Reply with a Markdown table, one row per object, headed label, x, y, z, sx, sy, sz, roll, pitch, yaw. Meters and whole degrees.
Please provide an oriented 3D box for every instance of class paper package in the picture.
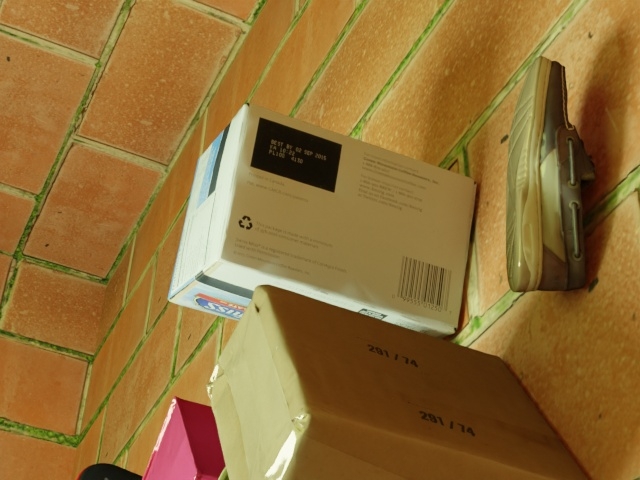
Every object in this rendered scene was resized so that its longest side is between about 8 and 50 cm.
| label | x | y | z | sx | sy | sz | roll | pitch | yaw |
| --- | --- | --- | --- | --- | --- | --- | --- | --- | --- |
| paper package | 0.069 | 0.215 | 1.199 | 0.168 | 0.324 | 0.309 | -66 | 19 | 16 |

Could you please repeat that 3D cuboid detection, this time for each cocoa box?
| label | x | y | z | sx | sy | sz | roll | pitch | yaw |
| --- | --- | --- | --- | --- | --- | --- | --- | --- | --- |
| cocoa box | 0.000 | 0.000 | 1.554 | 0.228 | 0.347 | 0.232 | 145 | 138 | -61 |

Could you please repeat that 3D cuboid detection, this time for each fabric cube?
| label | x | y | z | sx | sy | sz | roll | pitch | yaw |
| --- | --- | --- | --- | --- | --- | --- | --- | --- | --- |
| fabric cube | -0.122 | 0.418 | 1.654 | 0.259 | 0.258 | 0.254 | -68 | 20 | 12 |

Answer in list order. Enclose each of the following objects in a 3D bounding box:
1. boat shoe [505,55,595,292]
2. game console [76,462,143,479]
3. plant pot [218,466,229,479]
| label | x | y | z | sx | sy | sz | roll | pitch | yaw |
| --- | --- | --- | --- | --- | --- | --- | --- | --- | --- |
| boat shoe | 0.264 | -0.073 | 1.285 | 0.103 | 0.092 | 0.285 | 103 | 175 | -67 |
| game console | -0.245 | 0.544 | 1.754 | 0.060 | 0.342 | 0.387 | -50 | 27 | 32 |
| plant pot | -0.007 | 0.432 | 1.366 | 0.275 | 0.274 | 0.294 | -108 | 25 | -60 |
